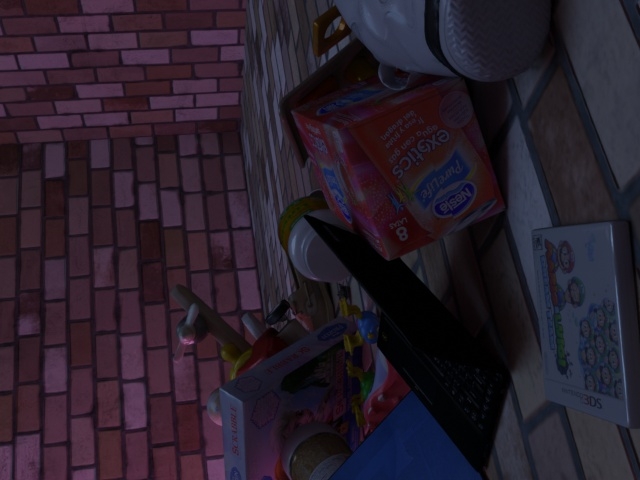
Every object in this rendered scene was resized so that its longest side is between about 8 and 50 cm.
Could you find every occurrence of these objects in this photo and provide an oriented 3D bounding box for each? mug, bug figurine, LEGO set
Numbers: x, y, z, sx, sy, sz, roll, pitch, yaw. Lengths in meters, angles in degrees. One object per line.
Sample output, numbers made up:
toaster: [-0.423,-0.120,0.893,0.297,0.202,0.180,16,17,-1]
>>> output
mug: [-0.002,-0.078,1.786,0.064,0.062,0.078,-102,16,-77]
bug figurine: [0.083,0.214,1.385,0.216,0.072,0.279,-107,10,-75]
LEGO set: [0.050,0.095,1.685,0.054,0.023,0.083,172,106,-78]

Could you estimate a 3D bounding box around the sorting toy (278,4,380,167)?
sorting toy: [0.032,-0.198,1.169,0.047,0.196,0.348,43,172,19]

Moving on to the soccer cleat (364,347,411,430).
soccer cleat: [0.112,0.186,1.218,0.095,0.083,0.248,-82,-3,-51]

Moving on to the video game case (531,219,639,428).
video game case: [0.218,0.065,0.689,0.143,0.019,0.157,169,96,-80]

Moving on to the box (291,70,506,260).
box: [0.077,-0.100,0.965,0.300,0.142,0.154,-130,17,-73]

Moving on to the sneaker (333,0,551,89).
sneaker: [0.091,-0.318,0.771,0.210,0.137,0.366,0,99,63]

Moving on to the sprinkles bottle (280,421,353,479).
sprinkles bottle: [0.047,0.422,1.362,0.355,0.121,0.121,-150,55,-64]

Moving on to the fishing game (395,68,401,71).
fishing game: [0.138,-0.266,0.947,0.264,0.041,0.189,-157,66,-76]

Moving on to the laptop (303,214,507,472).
laptop: [0.087,0.122,0.950,0.234,0.136,0.264,51,148,43]

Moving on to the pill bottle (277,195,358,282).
pill bottle: [0.000,0.000,1.573,0.246,0.136,0.136,-131,38,-74]

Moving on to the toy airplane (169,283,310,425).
toy airplane: [-0.143,0.281,1.791,0.386,0.272,0.384,31,162,41]

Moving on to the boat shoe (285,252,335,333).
boat shoe: [-0.027,0.142,1.906,0.109,0.098,0.302,113,151,-69]

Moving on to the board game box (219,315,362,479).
board game box: [-0.046,0.347,1.566,0.066,0.318,0.319,22,125,37]

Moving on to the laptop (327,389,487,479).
laptop: [-0.017,0.375,1.008,0.382,0.408,0.236,-110,21,-60]
